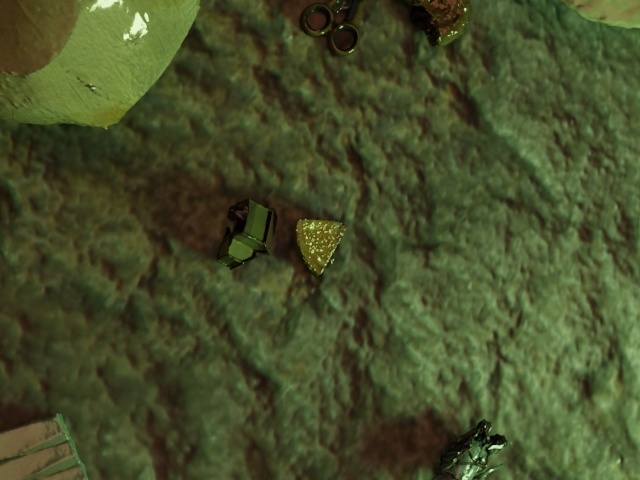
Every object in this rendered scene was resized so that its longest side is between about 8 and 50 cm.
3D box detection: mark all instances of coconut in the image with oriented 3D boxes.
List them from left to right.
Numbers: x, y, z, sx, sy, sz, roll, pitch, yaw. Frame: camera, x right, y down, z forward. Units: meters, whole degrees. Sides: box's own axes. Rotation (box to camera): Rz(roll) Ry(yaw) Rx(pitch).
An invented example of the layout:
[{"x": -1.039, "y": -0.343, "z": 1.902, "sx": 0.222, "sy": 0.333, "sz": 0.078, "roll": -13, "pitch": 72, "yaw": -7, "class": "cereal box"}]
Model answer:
[{"x": -0.316, "y": -0.304, "z": 1.676, "sx": 0.346, "sy": 0.360, "sz": 0.346, "roll": -11, "pitch": 63, "yaw": 23, "class": "coconut"}]

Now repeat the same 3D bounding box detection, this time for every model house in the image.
[{"x": -0.091, "y": -0.004, "z": 1.822, "sx": 0.058, "sy": 0.057, "sz": 0.083, "roll": 27, "pitch": 57, "yaw": -32, "class": "model house"}]

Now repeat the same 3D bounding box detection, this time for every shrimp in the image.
[{"x": 0.179, "y": 0.306, "z": 1.817, "sx": 0.174, "sy": 0.076, "sz": 0.082, "roll": -41, "pitch": 113, "yaw": -12, "class": "shrimp"}]

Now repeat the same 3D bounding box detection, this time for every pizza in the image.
[{"x": -0.001, "y": 0.000, "z": 1.848, "sx": 0.078, "sy": 0.025, "sz": 0.083, "roll": -26, "pitch": 106, "yaw": -27, "class": "pizza"}]

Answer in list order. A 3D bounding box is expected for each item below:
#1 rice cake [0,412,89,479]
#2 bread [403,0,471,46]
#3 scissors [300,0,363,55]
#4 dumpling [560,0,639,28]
[{"x": -0.382, "y": 0.317, "z": 1.733, "sx": 0.198, "sy": 0.037, "sz": 0.189, "roll": -26, "pitch": 88, "yaw": -12, "class": "rice cake"}, {"x": 0.154, "y": -0.320, "z": 1.898, "sx": 0.082, "sy": 0.060, "sz": 0.113, "roll": -36, "pitch": 92, "yaw": -12, "class": "bread"}, {"x": 0.060, "y": -0.353, "z": 1.908, "sx": 0.088, "sy": 0.017, "sz": 0.220, "roll": 35, "pitch": 78, "yaw": -3, "class": "scissors"}, {"x": 0.383, "y": -0.457, "z": 1.878, "sx": 0.315, "sy": 0.233, "sz": 0.395, "roll": -5, "pitch": 69, "yaw": -8, "class": "dumpling"}]
